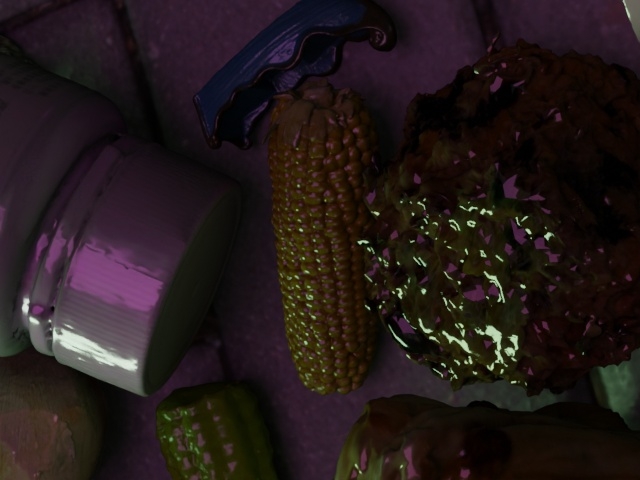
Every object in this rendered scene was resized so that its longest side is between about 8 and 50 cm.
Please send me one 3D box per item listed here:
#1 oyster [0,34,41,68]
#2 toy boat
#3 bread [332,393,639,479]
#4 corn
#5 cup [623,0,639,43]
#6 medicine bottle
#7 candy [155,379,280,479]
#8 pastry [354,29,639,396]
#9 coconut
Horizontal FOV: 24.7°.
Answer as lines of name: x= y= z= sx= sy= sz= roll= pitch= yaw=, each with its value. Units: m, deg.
oyster: x=-0.334 y=-0.137 z=1.386 sx=0.177 sy=0.064 sz=0.125 roll=-33 pitch=88 yaw=24
toy boat: x=-0.019 y=-0.138 z=1.213 sx=0.185 sy=0.075 sz=0.077 roll=-39 pitch=76 yaw=21
bread: x=0.139 y=0.259 z=1.066 sx=0.191 sy=0.369 sz=0.314 roll=37 pitch=115 yaw=58
corn: x=0.005 y=0.000 z=1.195 sx=0.091 sy=0.091 sz=0.260 roll=1 pitch=111 yaw=7
cup: x=0.347 y=-0.210 z=0.936 sx=0.273 sy=0.253 sz=0.253 roll=-4 pitch=95 yaw=37
medicine bottle: x=-0.240 y=-0.017 z=1.236 sx=0.301 sy=0.241 sz=0.241 roll=23 pitch=107 yaw=8
candy: x=-0.074 y=0.224 z=1.281 sx=0.096 sy=0.096 sz=0.210 roll=-18 pitch=93 yaw=28
pastry: x=0.140 y=-0.015 z=1.078 sx=0.274 sy=0.193 sz=0.275 roll=2 pitch=94 yaw=24
coconut: x=-0.282 y=0.169 z=1.331 sx=0.194 sy=0.194 sz=0.194 roll=4 pitch=98 yaw=27
